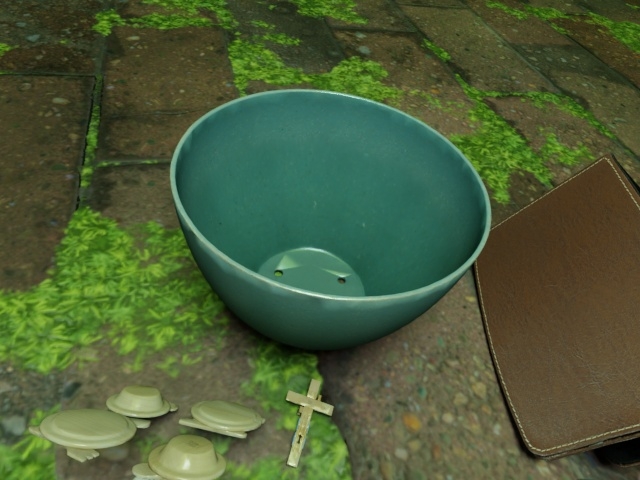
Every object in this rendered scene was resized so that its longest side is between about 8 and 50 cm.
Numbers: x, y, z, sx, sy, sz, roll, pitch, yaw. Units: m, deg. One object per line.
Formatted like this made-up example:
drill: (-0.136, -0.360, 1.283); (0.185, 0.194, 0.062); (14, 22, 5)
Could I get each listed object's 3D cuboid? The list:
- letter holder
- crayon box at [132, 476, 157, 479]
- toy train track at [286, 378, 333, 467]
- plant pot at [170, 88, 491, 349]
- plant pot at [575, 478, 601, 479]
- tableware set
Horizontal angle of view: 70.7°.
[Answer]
letter holder: (0.320, 0.092, 0.516); (0.152, 0.214, 0.301); (32, 39, -27)
crayon box: (-0.144, 0.318, 0.236); (0.202, 0.081, 0.318); (33, 49, 19)
toy train track: (-0.017, 0.178, 0.441); (0.048, 0.014, 0.083); (21, 52, -2)
plant pot: (0.000, 0.000, 0.483); (0.291, 0.195, 0.290); (6, 47, -6)
plant pot: (0.144, 0.311, 0.203); (0.247, 0.247, 0.252); (33, 62, 19)
tableware set: (-0.127, 0.151, 0.366); (0.141, 0.169, 0.020); (12, 87, 7)
